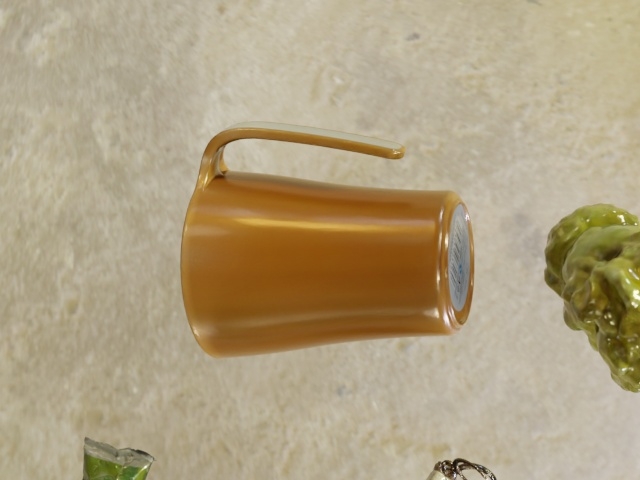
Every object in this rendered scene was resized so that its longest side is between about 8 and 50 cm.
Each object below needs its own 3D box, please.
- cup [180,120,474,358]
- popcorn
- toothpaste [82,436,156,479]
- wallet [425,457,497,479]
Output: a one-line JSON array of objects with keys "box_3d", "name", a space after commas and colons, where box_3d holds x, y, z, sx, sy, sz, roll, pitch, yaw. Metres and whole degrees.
[{"box_3d": [0.000, 0.000, 1.138, 0.264, 0.182, 0.226, -1, 110, 19], "name": "cup"}, {"box_3d": [0.401, 0.085, 1.580, 0.174, 0.286, 0.225, -28, 111, 2], "name": "popcorn"}, {"box_3d": [-0.239, 0.327, 1.301, 0.078, 0.047, 0.248, 16, 104, 0], "name": "toothpaste"}, {"box_3d": [0.080, 0.400, 1.343, 0.275, 0.068, 0.335, -42, 151, -27], "name": "wallet"}]
